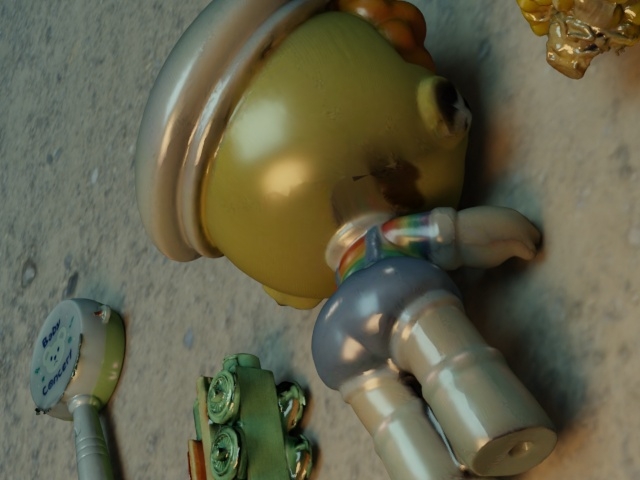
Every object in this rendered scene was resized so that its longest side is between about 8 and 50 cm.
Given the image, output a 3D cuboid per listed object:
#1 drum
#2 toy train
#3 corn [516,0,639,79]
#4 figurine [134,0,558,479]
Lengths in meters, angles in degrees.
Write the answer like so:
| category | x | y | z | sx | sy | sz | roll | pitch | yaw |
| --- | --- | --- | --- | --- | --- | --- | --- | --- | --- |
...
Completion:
| category | x | y | z | sx | sy | sz | roll | pitch | yaw |
| --- | --- | --- | --- | --- | --- | --- | --- | --- | --- |
| drum | -0.226 | 0.170 | 1.164 | 0.130 | 0.049 | 0.253 | -39 | 44 | 39 |
| toy train | -0.060 | 0.173 | 0.901 | 0.118 | 0.074 | 0.176 | -46 | 43 | 39 |
| corn | 0.180 | -0.217 | 0.711 | 0.097 | 0.097 | 0.262 | 19 | 89 | 57 |
| figurine | 0.016 | -0.021 | 0.771 | 0.382 | 0.205 | 0.224 | 48 | 121 | 45 |
